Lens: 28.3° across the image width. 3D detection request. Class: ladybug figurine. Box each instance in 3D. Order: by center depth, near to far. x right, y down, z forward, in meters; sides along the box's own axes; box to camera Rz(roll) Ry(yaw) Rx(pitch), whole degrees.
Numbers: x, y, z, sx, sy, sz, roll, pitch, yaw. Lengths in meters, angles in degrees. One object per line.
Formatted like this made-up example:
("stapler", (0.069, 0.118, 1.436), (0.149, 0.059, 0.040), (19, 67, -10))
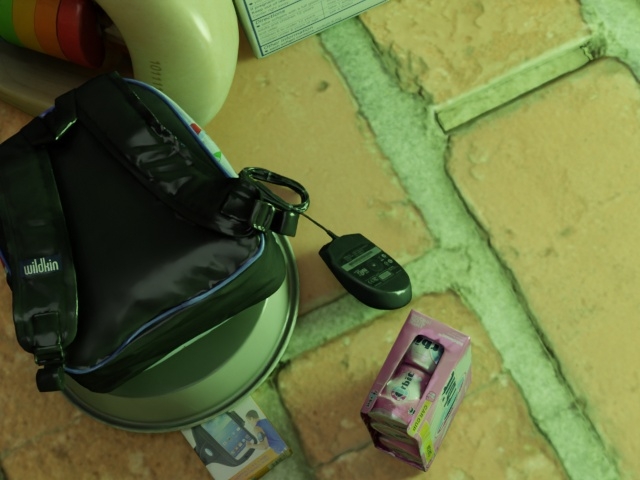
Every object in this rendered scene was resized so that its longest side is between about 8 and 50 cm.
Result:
("ladybug figurine", (-0.273, -0.264, 1.364), (0.449, 0.305, 0.162), (21, 51, 19))

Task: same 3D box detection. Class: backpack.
("backpack", (-0.185, -0.014, 1.223), (0.276, 0.213, 0.263), (-31, 73, -6))

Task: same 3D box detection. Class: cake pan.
("cake pan", (-0.170, 0.054, 1.335), (0.293, 0.054, 0.293), (-4, 65, 9))

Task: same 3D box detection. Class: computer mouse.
("computer mouse", (0.000, 0.000, 1.354), (0.242, 0.041, 0.071), (41, 43, 24))

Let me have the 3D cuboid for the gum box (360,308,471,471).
("gum box", (0.094, 0.146, 1.213), (0.062, 0.188, 0.107), (25, 75, 15))

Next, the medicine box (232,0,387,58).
("medicine box", (0.002, -0.363, 1.349), (0.263, 0.289, 0.149), (-24, 70, -2))

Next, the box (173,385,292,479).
("box", (-0.101, 0.188, 1.309), (0.081, 0.028, 0.136), (-37, 72, -7))
